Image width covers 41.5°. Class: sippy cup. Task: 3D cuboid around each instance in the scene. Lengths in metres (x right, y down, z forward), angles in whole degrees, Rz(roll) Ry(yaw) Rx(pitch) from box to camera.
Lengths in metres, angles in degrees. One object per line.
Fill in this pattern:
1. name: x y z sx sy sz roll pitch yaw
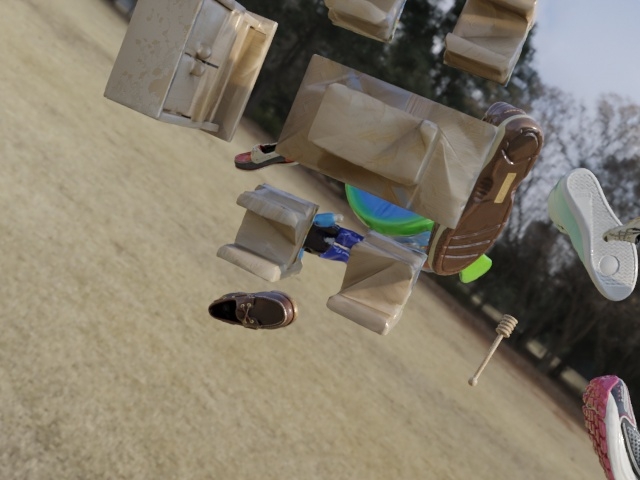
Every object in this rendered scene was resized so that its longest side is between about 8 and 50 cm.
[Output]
1. sippy cup: 0.192 -0.063 1.502 0.240 0.305 0.224 -4 -33 25

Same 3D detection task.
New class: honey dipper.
1. honey dipper: 0.336 0.219 1.666 0.030 0.160 0.030 33 -14 9

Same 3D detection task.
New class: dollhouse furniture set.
1. dollhouse furniture set: -0.001 -0.147 0.974 0.394 0.362 0.256 24 8 11

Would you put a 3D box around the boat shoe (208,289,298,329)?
1. boat shoe: -0.129 0.133 1.575 0.073 0.073 0.207 -11 4 -42

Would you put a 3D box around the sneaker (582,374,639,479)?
1. sneaker: 0.433 0.306 1.107 0.299 0.112 0.121 63 10 -9

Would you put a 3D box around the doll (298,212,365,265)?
1. doll: 0.000 0.000 1.440 0.189 0.129 0.046 23 31 -44

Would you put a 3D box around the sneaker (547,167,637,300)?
1. sneaker: 0.517 -0.006 1.616 0.151 0.094 0.256 94 -23 -82

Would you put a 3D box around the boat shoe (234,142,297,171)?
1. boat shoe: -0.097 -0.155 1.514 0.137 0.049 0.043 -4 -46 24

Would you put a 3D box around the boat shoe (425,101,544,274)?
1. boat shoe: 0.213 -0.072 1.161 0.095 0.257 0.095 9 34 -32

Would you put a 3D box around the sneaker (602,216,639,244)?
1. sneaker: 0.464 -0.008 1.276 0.032 0.083 0.037 -11 77 -37
